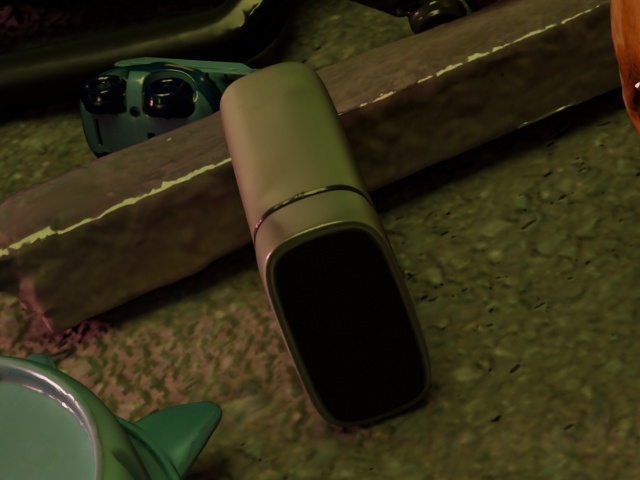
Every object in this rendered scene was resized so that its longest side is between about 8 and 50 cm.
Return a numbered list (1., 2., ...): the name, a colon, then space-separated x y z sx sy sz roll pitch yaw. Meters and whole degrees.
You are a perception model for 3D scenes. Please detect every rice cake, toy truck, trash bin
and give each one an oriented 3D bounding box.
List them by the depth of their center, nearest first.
1. trash bin: 0.000 0.000 0.861 0.059 0.116 0.130 -19 39 1
2. rice cake: 0.014 -0.054 0.959 0.399 0.064 0.070 -22 30 -2
3. toy truck: -0.059 -0.066 1.013 0.136 0.063 0.074 8 33 23

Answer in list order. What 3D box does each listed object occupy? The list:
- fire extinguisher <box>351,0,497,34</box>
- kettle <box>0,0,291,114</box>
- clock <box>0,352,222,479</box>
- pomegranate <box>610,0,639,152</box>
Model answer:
1. fire extinguisher: 0.114 -0.174 1.018 0.252 0.106 0.075 -19 39 2
2. kettle: -0.105 -0.225 1.146 0.308 0.262 0.203 -13 5 15
3. clock: -0.163 0.143 0.788 0.224 0.094 0.274 11 50 32
4. pomegranate: 0.255 -0.090 0.767 0.270 0.229 0.252 -18 40 -5
